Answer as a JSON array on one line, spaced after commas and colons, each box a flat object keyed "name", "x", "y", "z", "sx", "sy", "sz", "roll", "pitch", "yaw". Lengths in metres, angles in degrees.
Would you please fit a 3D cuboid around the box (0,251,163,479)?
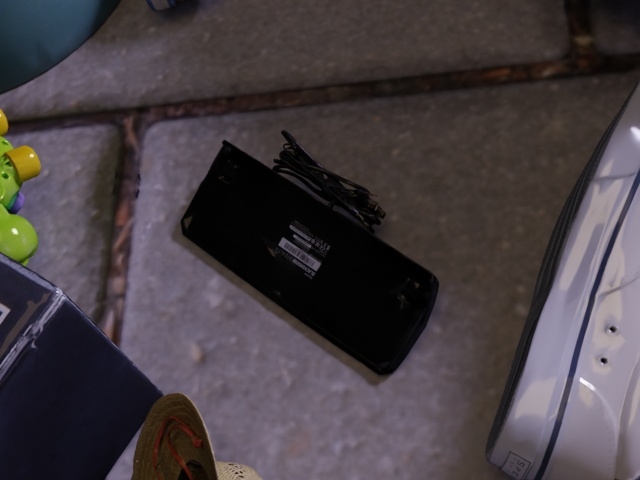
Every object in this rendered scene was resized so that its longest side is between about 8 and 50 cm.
[{"name": "box", "x": -0.306, "y": 0.115, "z": 0.581, "sx": 0.296, "sy": 0.182, "sz": 0.294, "roll": 28, "pitch": 73, "yaw": 22}]

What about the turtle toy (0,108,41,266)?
[{"name": "turtle toy", "x": -0.246, "y": -0.032, "z": 0.710, "sx": 0.095, "sy": 0.066, "sz": 0.130, "roll": -28, "pitch": 60, "yaw": -29}]

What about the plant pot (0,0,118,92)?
[{"name": "plant pot", "x": -0.314, "y": -0.289, "z": 0.763, "sx": 0.293, "sy": 0.235, "sz": 0.293, "roll": -5, "pitch": 63, "yaw": 10}]

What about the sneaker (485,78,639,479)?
[{"name": "sneaker", "x": 0.177, "y": 0.027, "z": 0.582, "sx": 0.091, "sy": 0.094, "sz": 0.258, "roll": 21, "pitch": 75, "yaw": 5}]

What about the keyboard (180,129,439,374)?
[{"name": "keyboard", "x": 0.000, "y": 0.000, "z": 0.666, "sx": 0.192, "sy": 0.038, "sz": 0.100, "roll": 34, "pitch": 98, "yaw": 25}]

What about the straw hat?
[{"name": "straw hat", "x": -0.059, "y": 0.160, "z": 0.568, "sx": 0.061, "sy": 0.144, "sz": 0.144, "roll": 8, "pitch": 56, "yaw": -31}]

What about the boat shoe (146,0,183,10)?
[{"name": "boat shoe", "x": -0.117, "y": -0.268, "z": 0.811, "sx": 0.066, "sy": 0.066, "sz": 0.183, "roll": -11, "pitch": 71, "yaw": 2}]
